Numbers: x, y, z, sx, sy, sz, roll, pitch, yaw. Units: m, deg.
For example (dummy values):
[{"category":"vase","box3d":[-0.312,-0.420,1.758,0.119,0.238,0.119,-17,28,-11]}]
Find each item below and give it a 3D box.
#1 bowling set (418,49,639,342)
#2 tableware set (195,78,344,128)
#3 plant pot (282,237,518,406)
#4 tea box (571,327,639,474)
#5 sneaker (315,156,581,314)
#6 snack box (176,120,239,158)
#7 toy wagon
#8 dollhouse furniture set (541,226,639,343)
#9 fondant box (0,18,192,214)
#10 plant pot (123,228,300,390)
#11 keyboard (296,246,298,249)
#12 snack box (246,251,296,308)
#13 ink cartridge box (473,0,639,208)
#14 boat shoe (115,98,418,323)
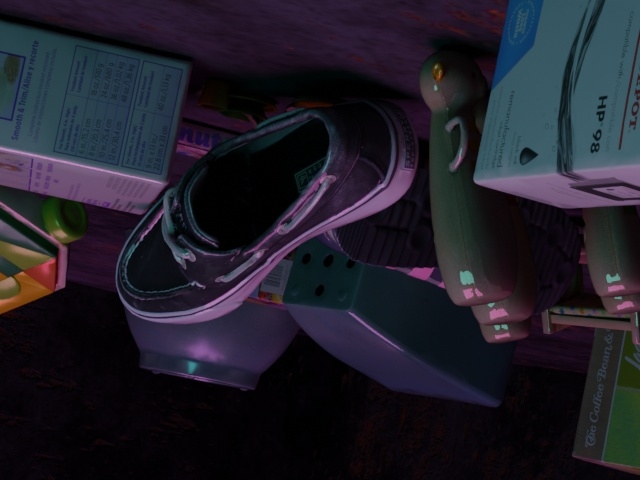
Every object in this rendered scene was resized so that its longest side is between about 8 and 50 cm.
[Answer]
[{"category":"bowling set","box3d":[0.173,-0.032,1.115,0.200,0.154,0.287,-8,170,6]},{"category":"tableware set","box3d":[-0.017,-0.091,1.291,0.154,0.024,0.104,13,173,-14]},{"category":"plant pot","box3d":[0.083,0.059,1.865,0.165,0.165,0.234,4,163,46]},{"category":"tea box","box3d":[0.490,0.163,1.771,0.323,0.220,0.329,4,170,43]},{"category":"sneaker","box3d":[0.092,-0.022,1.456,0.319,0.112,0.131,21,-175,-45]},{"category":"snack box","box3d":[-0.121,-0.089,1.490,0.178,0.022,0.064,13,175,-23]},{"category":"toy wagon","box3d":[-0.430,-0.030,1.852,0.267,0.068,0.344,-21,139,30]},{"category":"dollhouse furniture set","box3d":[0.319,0.025,1.588,0.161,0.101,0.182,-17,-166,-42]},{"category":"fondant box","box3d":[-0.273,-0.106,1.285,0.330,0.096,0.238,11,174,-9]},{"category":"plant pot","box3d":[-0.161,0.110,2.529,0.293,0.196,0.293,11,174,1]},{"category":"keyboard","box3d":[0.000,0.000,2.033,0.201,0.033,0.317,6,171,41]},{"category":"snack box","box3d":[-0.010,0.057,2.122,0.207,0.070,0.174,12,177,-23]},{"category":"ink cartridge box","box3d":[0.149,-0.074,0.798,0.060,0.104,0.180,15,172,-25]},{"category":"boat shoe","box3d":[-0.067,-0.018,1.254,0.301,0.108,0.102,-26,163,40]}]
